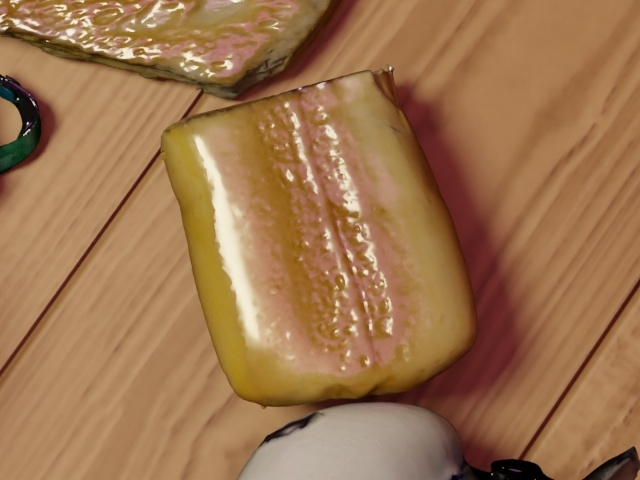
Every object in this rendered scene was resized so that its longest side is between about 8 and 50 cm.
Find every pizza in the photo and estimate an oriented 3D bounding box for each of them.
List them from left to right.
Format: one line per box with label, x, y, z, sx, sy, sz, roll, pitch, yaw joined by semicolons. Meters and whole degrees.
pizza;-0.101;-0.158;0.916;0.262;0.034;0.181;-10;81;0

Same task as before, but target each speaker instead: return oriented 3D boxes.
speaker;-0.198;-0.056;0.901;0.094;0.060;0.075;-7;79;-35

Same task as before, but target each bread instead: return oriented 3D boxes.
bread;-0.001;0.000;0.864;0.134;0.085;0.173;-14;80;-4

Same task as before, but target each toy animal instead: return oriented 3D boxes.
toy animal;0.043;0.145;0.818;0.179;0.138;0.166;20;92;14
